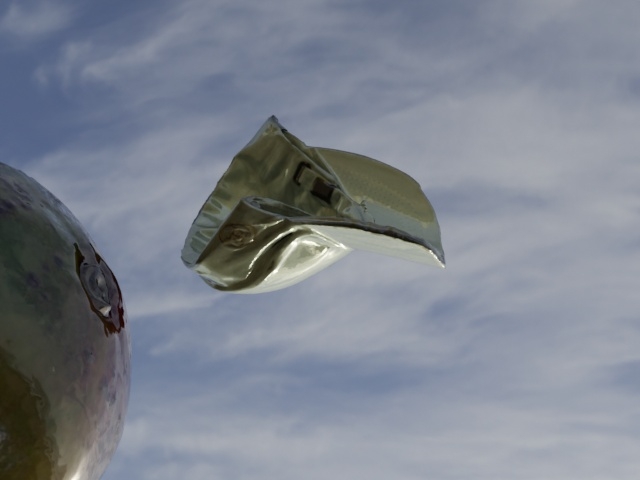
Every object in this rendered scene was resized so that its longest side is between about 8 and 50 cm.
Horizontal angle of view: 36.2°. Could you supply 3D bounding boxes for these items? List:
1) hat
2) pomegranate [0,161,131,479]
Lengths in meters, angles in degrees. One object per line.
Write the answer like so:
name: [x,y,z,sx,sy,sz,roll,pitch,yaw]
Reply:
hat: [-0.002,-0.007,1.149,0.302,0.257,0.168,16,-62,-3]
pomegranate: [-0.300,0.076,0.712,0.324,0.290,0.290,1,-58,6]
